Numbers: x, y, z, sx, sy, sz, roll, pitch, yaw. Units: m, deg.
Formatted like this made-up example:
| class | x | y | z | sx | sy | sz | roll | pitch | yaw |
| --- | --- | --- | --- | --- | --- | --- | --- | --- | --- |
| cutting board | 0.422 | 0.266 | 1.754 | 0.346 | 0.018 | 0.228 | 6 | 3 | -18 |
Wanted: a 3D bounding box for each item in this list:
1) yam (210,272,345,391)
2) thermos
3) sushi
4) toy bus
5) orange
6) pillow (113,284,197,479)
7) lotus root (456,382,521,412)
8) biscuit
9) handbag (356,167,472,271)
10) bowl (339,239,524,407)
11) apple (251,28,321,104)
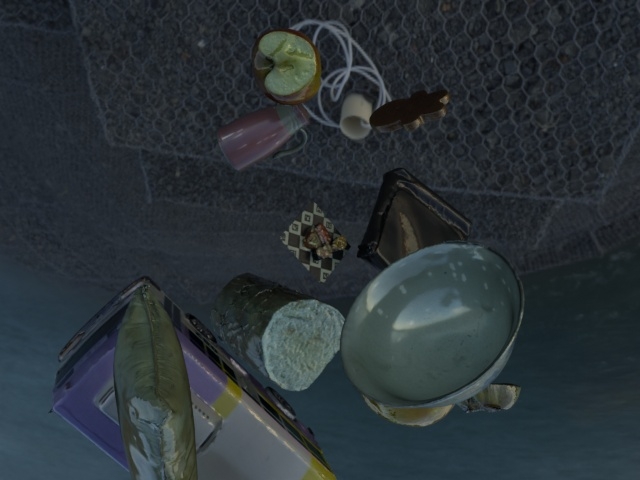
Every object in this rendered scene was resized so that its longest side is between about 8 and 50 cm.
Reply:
| class | x | y | z | sx | sy | sz | roll | pitch | yaw |
| --- | --- | --- | --- | --- | --- | --- | --- | --- | --- |
| yam | -0.111 | 0.177 | 1.195 | 0.201 | 0.202 | 0.271 | 47 | 163 | -30 |
| thermos | -0.155 | -0.318 | 1.657 | 0.265 | 0.146 | 0.176 | -25 | 129 | 10 |
| sushi | 0.000 | 0.000 | 1.052 | 0.126 | 0.120 | 0.026 | 49 | 143 | -14 |
| toy bus | -0.202 | 0.284 | 0.886 | 0.440 | 0.209 | 0.249 | 48 | 173 | -15 |
| orange | 0.206 | 0.299 | 1.308 | 0.235 | 0.279 | 0.279 | -23 | 131 | 33 |
| pillow | -0.174 | 0.211 | 0.593 | 0.075 | 0.185 | 0.302 | -7 | 125 | -20 |
| lotus root | 0.473 | 0.462 | 1.604 | 0.204 | 0.078 | 0.183 | 1 | 156 | -1 |
| biscuit | 0.249 | -0.362 | 1.563 | 0.236 | 0.180 | 0.039 | -4 | 134 | 31 |
| handbag | 0.194 | 0.001 | 1.140 | 0.247 | 0.223 | 0.080 | 33 | 154 | -23 |
| bowl | 0.200 | 0.164 | 0.906 | 0.313 | 0.313 | 0.146 | -18 | 127 | 31 |
| apple | -0.089 | -0.452 | 1.453 | 0.173 | 0.195 | 0.160 | -13 | -177 | -10 |
